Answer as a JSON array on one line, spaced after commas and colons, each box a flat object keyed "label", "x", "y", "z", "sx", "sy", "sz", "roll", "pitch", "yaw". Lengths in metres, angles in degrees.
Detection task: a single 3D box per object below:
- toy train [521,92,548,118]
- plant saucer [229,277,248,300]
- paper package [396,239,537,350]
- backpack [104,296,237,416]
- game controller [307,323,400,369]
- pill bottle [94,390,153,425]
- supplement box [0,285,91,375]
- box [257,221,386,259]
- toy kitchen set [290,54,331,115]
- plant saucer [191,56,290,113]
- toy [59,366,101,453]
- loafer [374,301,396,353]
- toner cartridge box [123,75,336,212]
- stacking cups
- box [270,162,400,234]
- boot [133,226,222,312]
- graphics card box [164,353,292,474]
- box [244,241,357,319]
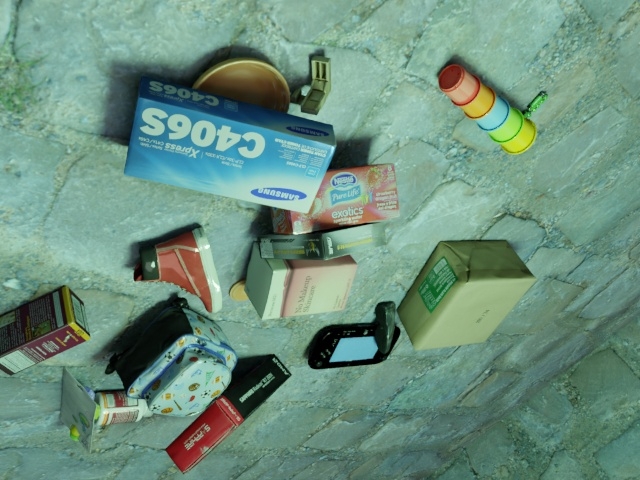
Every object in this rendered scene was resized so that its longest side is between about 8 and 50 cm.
[{"label": "toy train", "x": 0.515, "y": -0.324, "z": 1.519, "sx": 0.023, "sy": 0.017, "sz": 0.083, "roll": 21, "pitch": 122, "yaw": -33}, {"label": "plant saucer", "x": -0.191, "y": 0.127, "z": 1.598, "sx": 0.083, "sy": 0.013, "sz": 0.084, "roll": -18, "pitch": 142, "yaw": -15}, {"label": "paper package", "x": 0.437, "y": 0.169, "z": 1.918, "sx": 0.309, "sy": 0.168, "sz": 0.325, "roll": -1, "pitch": 136, "yaw": -31}, {"label": "backpack", "x": -0.337, "y": 0.307, "z": 1.570, "sx": 0.276, "sy": 0.213, "sz": 0.263, "roll": -41, "pitch": 152, "yaw": 11}, {"label": "game controller", "x": 0.110, "y": 0.333, "z": 1.983, "sx": 0.319, "sy": 0.067, "sz": 0.167, "roll": 2, "pitch": 133, "yaw": -35}, {"label": "pill bottle", "x": -0.532, "y": 0.450, "z": 1.696, "sx": 0.151, "sy": 0.086, "sz": 0.086, "roll": 6, "pitch": 131, "yaw": -36}, {"label": "supplement box", "x": -0.602, "y": 0.193, "z": 1.340, "sx": 0.188, "sy": 0.104, "sz": 0.081, "roll": -25, "pitch": 143, "yaw": -4}, {"label": "box", "x": 0.000, "y": 0.000, "z": 1.391, "sx": 0.183, "sy": 0.231, "sz": 0.056, "roll": -11, "pitch": 97, "yaw": -41}, {"label": "toy kitchen set", "x": -0.025, "y": -0.293, "z": 1.177, "sx": 0.068, "sy": 0.083, "sz": 0.075, "roll": 14, "pitch": 141, "yaw": 13}, {"label": "plant saucer", "x": -0.155, "y": -0.253, "z": 1.162, "sx": 0.199, "sy": 0.037, "sz": 0.200, "roll": -17, "pitch": 142, "yaw": -14}, {"label": "toy", "x": -0.605, "y": 0.428, "z": 1.607, "sx": 0.056, "sy": 0.137, "sz": 0.237, "roll": -28, "pitch": 151, "yaw": -47}, {"label": "loafer", "x": 0.208, "y": 0.270, "z": 1.941, "sx": 0.061, "sy": 0.062, "sz": 0.170, "roll": -15, "pitch": 119, "yaw": -36}, {"label": "toner cartridge box", "x": -0.162, "y": -0.164, "z": 1.128, "sx": 0.347, "sy": 0.075, "sz": 0.165, "roll": 11, "pitch": 131, "yaw": -17}, {"label": "stacking cups", "x": 0.369, "y": -0.288, "z": 1.409, "sx": 0.316, "sy": 0.096, "sz": 0.096, "roll": 19, "pitch": 123, "yaw": -42}, {"label": "box", "x": 0.028, "y": -0.092, "z": 1.353, "sx": 0.256, "sy": 0.128, "sz": 0.123, "roll": -10, "pitch": 97, "yaw": -22}, {"label": "boot", "x": -0.321, "y": 0.090, "z": 1.418, "sx": 0.176, "sy": 0.088, "sz": 0.244, "roll": -19, "pitch": 134, "yaw": -12}, {"label": "graphics card box", "x": -0.245, "y": 0.473, "z": 1.755, "sx": 0.233, "sy": 0.094, "sz": 0.371, "roll": -46, "pitch": 171, "yaw": 21}, {"label": "box", "x": -0.049, "y": 0.090, "z": 1.532, "sx": 0.232, "sy": 0.127, "sz": 0.149, "roll": -4, "pitch": 124, "yaw": -30}]
